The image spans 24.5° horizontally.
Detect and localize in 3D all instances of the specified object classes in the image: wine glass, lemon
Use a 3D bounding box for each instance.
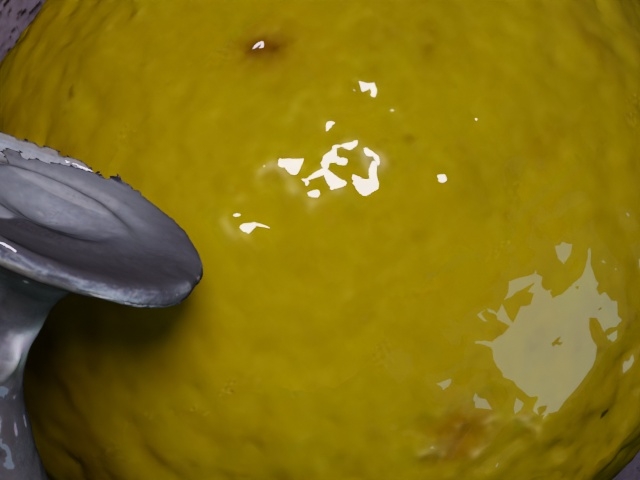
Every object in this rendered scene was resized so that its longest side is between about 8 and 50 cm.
[{"bbox_3d":[-0.140,0.086,0.522,0.126,0.126,0.241,-8,129,-63],"label":"wine glass"},{"bbox_3d":[0.000,0.000,0.702,0.387,0.350,0.350,-31,147,-18],"label":"lemon"}]
